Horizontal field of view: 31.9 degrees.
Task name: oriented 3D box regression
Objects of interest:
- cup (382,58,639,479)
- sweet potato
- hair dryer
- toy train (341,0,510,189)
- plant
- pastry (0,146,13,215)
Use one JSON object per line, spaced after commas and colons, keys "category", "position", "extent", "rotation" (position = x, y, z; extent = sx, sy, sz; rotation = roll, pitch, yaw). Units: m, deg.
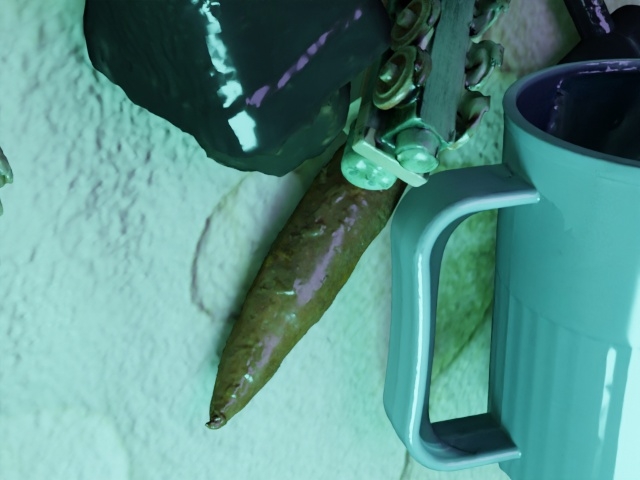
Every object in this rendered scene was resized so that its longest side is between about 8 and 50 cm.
{"category": "cup", "position": [0.238, 0.052, 0.861], "extent": [0.331, 0.256, 0.311], "rotation": [-24, 125, -40]}
{"category": "sweet potato", "position": [0.000, 0.000, 0.814], "extent": [0.072, 0.066, 0.314], "rotation": [46, 70, -27]}
{"category": "hair dryer", "position": [0.222, -0.211, 0.976], "extent": [0.124, 0.071, 0.219], "rotation": [-40, 113, -29]}
{"category": "toy train", "position": [0.062, -0.119, 0.777], "extent": [0.080, 0.125, 0.194], "rotation": [30, 55, -24]}
{"category": "plant", "position": [-0.056, -0.138, 0.668], "extent": [0.142, 0.164, 0.256], "rotation": [-47, 147, -17]}
{"category": "pastry", "position": [-0.279, -0.016, 0.533], "extent": [0.264, 0.133, 0.265], "rotation": [-11, 106, -42]}
